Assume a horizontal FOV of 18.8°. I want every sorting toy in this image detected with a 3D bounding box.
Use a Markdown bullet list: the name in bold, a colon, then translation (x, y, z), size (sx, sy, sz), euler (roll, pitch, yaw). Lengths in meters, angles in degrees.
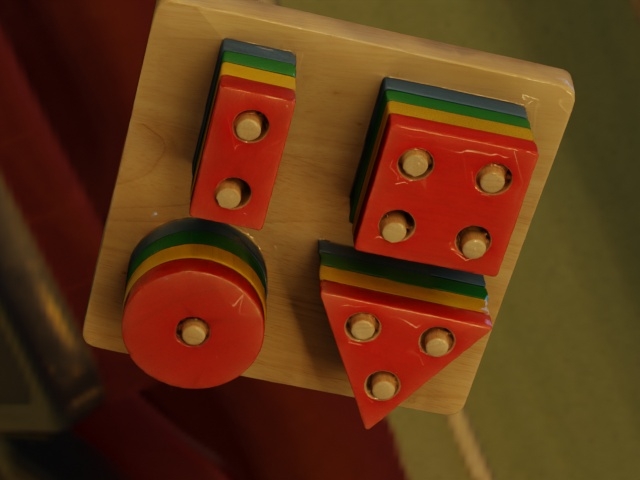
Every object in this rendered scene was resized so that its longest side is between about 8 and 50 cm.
- **sorting toy**: translation (0.000, 0.000, 1.186), size (0.257, 0.089, 0.255), euler (11, 122, -8)
